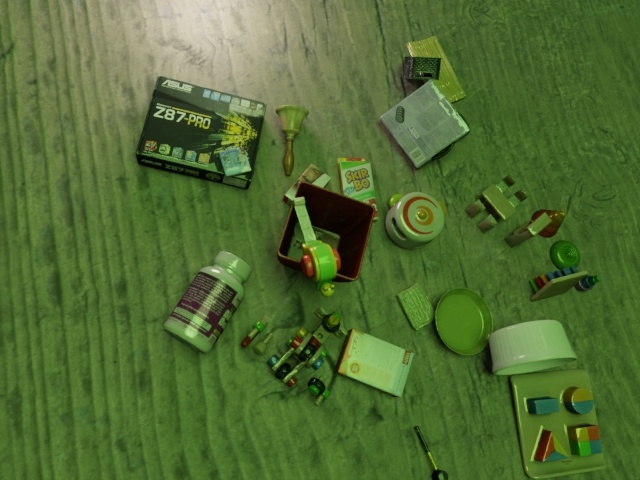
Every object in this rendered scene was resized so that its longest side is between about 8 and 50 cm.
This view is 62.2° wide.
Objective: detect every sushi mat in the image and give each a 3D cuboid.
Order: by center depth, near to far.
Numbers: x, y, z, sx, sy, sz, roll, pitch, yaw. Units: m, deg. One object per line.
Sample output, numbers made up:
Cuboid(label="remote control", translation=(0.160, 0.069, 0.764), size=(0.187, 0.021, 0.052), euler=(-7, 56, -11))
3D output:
Cuboid(label="sushi mat", translation=(0.486, -0.715, 2.237), size=(0.151, 0.019, 0.316), euler=(-18, 78, -17))

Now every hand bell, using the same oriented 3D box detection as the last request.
Cuboid(label="hand bell", translation=(-0.114, -0.359, 1.953), size=(0.126, 0.126, 0.242), euler=(5, 85, -12))

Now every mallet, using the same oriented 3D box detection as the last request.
Cuboid(label="mallet", translation=(0.361, 0.702, 1.742), size=(0.039, 0.062, 0.189), euler=(-19, 78, -19))

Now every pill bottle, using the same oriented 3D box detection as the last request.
Cuboid(label="pill bottle", translation=(-0.344, 0.190, 1.673), size=(0.169, 0.169, 0.301), euler=(31, 69, -3))

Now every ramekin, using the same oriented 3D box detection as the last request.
Cuboid(label="ramekin", translation=(0.718, 0.369, 1.827), size=(0.277, 0.277, 0.135), euler=(-2, 66, -14))

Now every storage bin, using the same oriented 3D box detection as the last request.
Cuboid(label="storage bin", translation=(0.400, -0.685, 2.107), size=(0.122, 0.180, 0.084), euler=(2, 109, 0))

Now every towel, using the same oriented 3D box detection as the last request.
Cuboid(label="towel", translation=(0.344, 0.237, 1.902), size=(0.110, 0.027, 0.148), euler=(-26, 82, -19))

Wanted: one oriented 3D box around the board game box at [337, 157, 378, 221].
Cuboid(label="board game box", translation=(0.138, -0.194, 1.985), size=(0.124, 0.039, 0.259), euler=(-2, 71, -15))

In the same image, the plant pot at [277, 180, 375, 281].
Cuboid(label="plant pot", translation=(0.000, 0.000, 1.781), size=(0.267, 0.236, 0.267), euler=(19, 70, -7))

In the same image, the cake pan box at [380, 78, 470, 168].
Cuboid(label="cake pan box", translation=(0.404, -0.442, 2.050), size=(0.246, 0.070, 0.267), euler=(-37, 82, 11))

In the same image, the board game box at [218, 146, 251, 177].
Cuboid(label="board game box", translation=(-0.293, -0.267, 1.812), size=(0.090, 0.020, 0.090), euler=(-17, 82, -20))

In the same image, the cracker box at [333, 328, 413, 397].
Cuboid(label="cracker box", translation=(0.180, 0.413, 1.786), size=(0.232, 0.067, 0.156), euler=(23, 70, -5))

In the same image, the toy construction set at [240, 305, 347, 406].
Cuboid(label="toy construction set", translation=(-0.064, 0.314, 1.710), size=(0.309, 0.257, 0.237), euler=(25, 48, 19))

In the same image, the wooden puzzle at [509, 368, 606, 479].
Cuboid(label="wooden puzzle", translation=(0.850, 0.639, 1.871), size=(0.322, 0.080, 0.348), euler=(-2, 73, -14))

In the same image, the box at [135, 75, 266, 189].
Cuboid(label="box", translation=(-0.411, -0.378, 1.873), size=(0.395, 0.097, 0.318), euler=(13, 69, -11))

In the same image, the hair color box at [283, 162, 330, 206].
Cuboid(label="hair color box", translation=(-0.049, -0.187, 1.925), size=(0.093, 0.053, 0.167), euler=(37, 67, 1))

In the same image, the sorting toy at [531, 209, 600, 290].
Cuboid(label="sorting toy", translation=(0.976, 0.023, 2.071), size=(0.127, 0.126, 0.365), euler=(-23, 79, -19))

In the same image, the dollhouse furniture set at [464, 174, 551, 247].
Cuboid(label="dollhouse furniture set", translation=(0.727, -0.115, 2.033), size=(0.212, 0.161, 0.242), euler=(-36, 84, -21))

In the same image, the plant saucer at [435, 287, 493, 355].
Cuboid(label="plant saucer", translation=(0.509, 0.291, 1.909), size=(0.241, 0.037, 0.241), euler=(5, 75, -19))

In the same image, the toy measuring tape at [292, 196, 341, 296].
Cuboid(label="toy measuring tape", translation=(-0.015, 0.008, 1.588), size=(0.121, 0.121, 0.330), euler=(-12, 76, -17))

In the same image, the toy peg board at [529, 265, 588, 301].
Cuboid(label="toy peg board", translation=(0.881, 0.146, 1.999), size=(0.161, 0.160, 0.079), euler=(-12, 61, -17))

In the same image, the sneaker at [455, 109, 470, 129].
Cuboid(label="sneaker", translation=(0.489, -0.483, 2.134), size=(0.227, 0.087, 0.130), euler=(44, 78, -2))

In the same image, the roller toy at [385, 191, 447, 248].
Cuboid(label="roller toy", translation=(0.348, -0.073, 1.935), size=(0.209, 0.146, 0.191), euler=(17, 70, -9))
